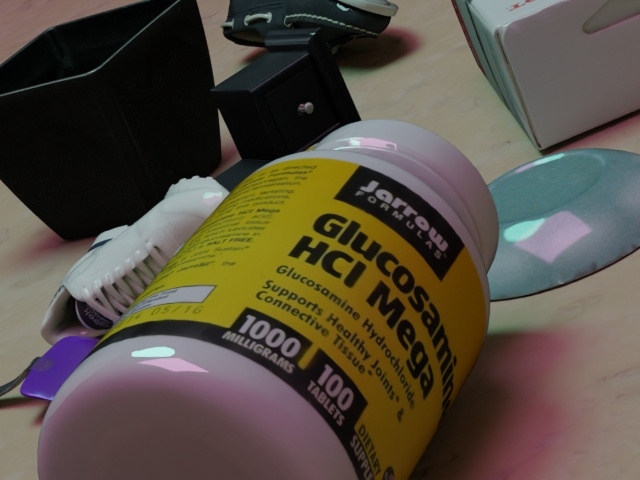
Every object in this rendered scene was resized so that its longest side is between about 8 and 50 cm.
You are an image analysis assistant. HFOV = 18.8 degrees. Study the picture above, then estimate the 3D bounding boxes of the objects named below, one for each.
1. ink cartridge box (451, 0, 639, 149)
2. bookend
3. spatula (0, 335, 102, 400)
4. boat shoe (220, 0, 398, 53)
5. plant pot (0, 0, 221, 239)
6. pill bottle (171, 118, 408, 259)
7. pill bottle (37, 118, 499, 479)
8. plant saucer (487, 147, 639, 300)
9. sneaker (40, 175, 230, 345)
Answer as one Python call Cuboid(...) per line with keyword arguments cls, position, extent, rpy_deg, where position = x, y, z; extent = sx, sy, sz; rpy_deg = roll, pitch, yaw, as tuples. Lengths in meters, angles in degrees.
Cuboid(cls="ink cartridge box", position=(0.227, -0.196, 1.621), extent=(0.197, 0.114, 0.273), rpy_deg=(-23, 19, 2))
Cuboid(cls="bookend", position=(-0.044, -0.065, 1.539), extent=(0.156, 0.157, 0.072), rpy_deg=(-35, 22, -28))
Cuboid(cls="spatula", position=(-0.260, 0.115, 1.518), extent=(0.296, 0.030, 0.084), rpy_deg=(-11, 26, 31))
Cuboid(cls="boat shoe", position=(-0.015, -0.228, 2.016), extent=(0.114, 0.091, 0.302), rpy_deg=(16, 4, -24))
Cuboid(cls="plant pot", position=(-0.200, -0.109, 1.810), extent=(0.187, 0.167, 0.188), rpy_deg=(-10, 26, 33))
Cuboid(cls="pill bottle", position=(0.000, 0.000, 1.386), extent=(0.117, 0.118, 0.208), rpy_deg=(0, 32, 49))
Cuboid(cls="pill bottle", position=(-0.010, 0.063, 1.142), extent=(0.188, 0.188, 0.334), rpy_deg=(-12, 24, 31))
Cuboid(cls="plant saucer", position=(0.162, -0.023, 1.380), extent=(0.195, 0.037, 0.195), rpy_deg=(-22, 20, 8))
Cuboid(cls="sneaker", position=(-0.131, 0.026, 1.490), extent=(0.095, 0.090, 0.235), rpy_deg=(-44, 8, -39))
